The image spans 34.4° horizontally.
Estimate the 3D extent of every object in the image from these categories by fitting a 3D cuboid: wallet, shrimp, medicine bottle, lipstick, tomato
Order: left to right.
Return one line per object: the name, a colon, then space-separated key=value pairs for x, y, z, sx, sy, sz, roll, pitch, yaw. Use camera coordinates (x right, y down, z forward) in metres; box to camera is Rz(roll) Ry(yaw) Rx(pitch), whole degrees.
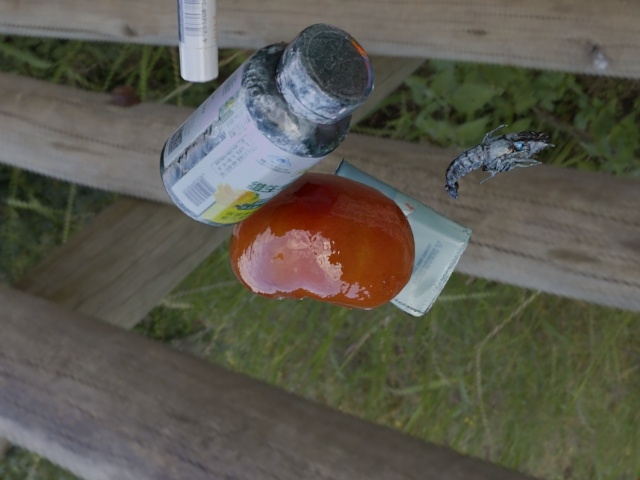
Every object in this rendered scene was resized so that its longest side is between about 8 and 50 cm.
lipstick: x=-0.122 y=-0.229 z=1.022 sx=0.040 sy=0.040 sz=0.141 roll=18 pitch=125 yaw=27
medicine bottle: x=-0.062 y=-0.132 z=1.190 sx=0.141 sy=0.141 sz=0.293 roll=48 pitch=138 yaw=-6
tomato: x=0.004 y=0.001 z=1.407 sx=0.260 sy=0.260 sz=0.179 roll=12 pitch=89 yaw=32
wallet: x=0.103 y=0.000 z=1.696 sx=0.251 sy=0.176 sz=0.075 roll=29 pitch=-176 yaw=-5
shrimp: x=0.254 y=-0.119 z=1.508 sx=0.174 sy=0.082 sz=0.076 roll=-26 pitch=130 yaw=20

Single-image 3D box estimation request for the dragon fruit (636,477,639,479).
dragon fruit: x=0.337 y=0.229 z=0.839 sx=0.274 sy=0.161 sz=0.126 roll=-39 pitch=92 yaw=15
